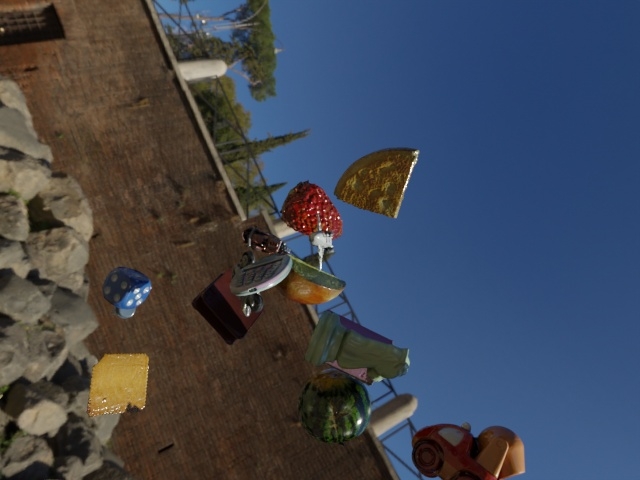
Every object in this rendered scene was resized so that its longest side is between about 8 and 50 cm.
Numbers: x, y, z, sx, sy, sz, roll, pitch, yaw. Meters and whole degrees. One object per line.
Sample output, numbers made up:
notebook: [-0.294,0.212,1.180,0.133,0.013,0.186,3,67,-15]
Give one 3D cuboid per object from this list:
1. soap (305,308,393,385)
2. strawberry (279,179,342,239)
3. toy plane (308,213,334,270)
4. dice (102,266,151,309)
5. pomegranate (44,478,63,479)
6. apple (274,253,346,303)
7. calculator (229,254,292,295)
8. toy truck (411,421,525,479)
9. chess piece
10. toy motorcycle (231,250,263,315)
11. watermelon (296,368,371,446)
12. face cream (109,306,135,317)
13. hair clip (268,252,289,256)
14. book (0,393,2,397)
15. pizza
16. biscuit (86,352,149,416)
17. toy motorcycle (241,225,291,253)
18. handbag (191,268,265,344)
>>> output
soap: [0.098,0.370,1.429,0.259,0.081,0.181,25,-60,7]
strawberry: [-0.032,-0.132,2.120,0.343,0.292,0.292,37,-31,6]
toy plane: [0.005,0.000,1.760,0.255,0.101,0.251,70,17,-80]
dice: [-0.840,0.203,1.791,0.146,0.146,0.143,31,3,18]
pomegranate: [-0.910,0.926,1.356,0.264,0.264,0.264,45,-34,43]
apple: [-0.062,0.190,1.832,0.254,0.346,0.179,-19,-133,63]
calculator: [-0.176,0.099,1.251,0.299,0.185,0.041,-85,157,-77]
toy truck: [0.394,0.572,1.114,0.265,0.239,0.189,31,-18,32]
chess piece: [0.115,0.339,1.244,0.298,0.176,0.175,20,-42,10]
toy motorcycle: [-0.269,0.158,1.476,0.152,0.073,0.225,-29,-113,40]
watermelon: [0.047,0.594,1.490,0.269,0.269,0.269,45,-34,43]
face cream: [-0.974,0.336,2.051,0.086,0.135,0.385,60,-27,-11]
hair clip: [-0.220,0.184,2.357,0.173,0.069,0.300,19,-45,25]
book: [-0.794,0.310,0.823,0.231,0.161,0.026,40,-13,-6]
pizza: [0.198,-0.240,1.512,0.258,0.087,0.268,21,-64,9]
biscuit: [-0.810,0.576,1.671,0.013,0.232,0.237,-16,-112,38]
toy motorcycle: [-0.210,0.004,1.516,0.212,0.118,0.084,17,-99,36]
handbag: [-0.380,0.277,1.755,0.084,0.275,0.260,-38,-82,25]
